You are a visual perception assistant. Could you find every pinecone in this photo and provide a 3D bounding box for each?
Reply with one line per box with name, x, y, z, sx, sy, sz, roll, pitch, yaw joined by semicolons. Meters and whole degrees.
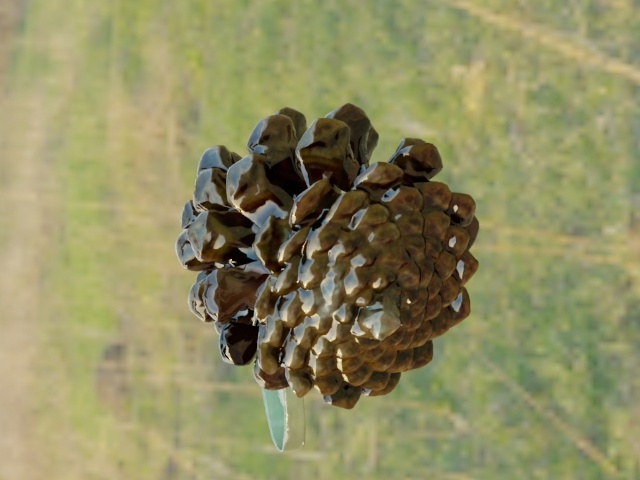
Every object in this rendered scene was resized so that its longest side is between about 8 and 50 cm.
pinecone;-0.010;0.002;1.692;0.264;0.264;0.264;-177;90;-79

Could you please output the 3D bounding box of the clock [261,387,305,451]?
clock;-0.049;0.111;2.121;0.235;0.029;0.235;172;90;-84
